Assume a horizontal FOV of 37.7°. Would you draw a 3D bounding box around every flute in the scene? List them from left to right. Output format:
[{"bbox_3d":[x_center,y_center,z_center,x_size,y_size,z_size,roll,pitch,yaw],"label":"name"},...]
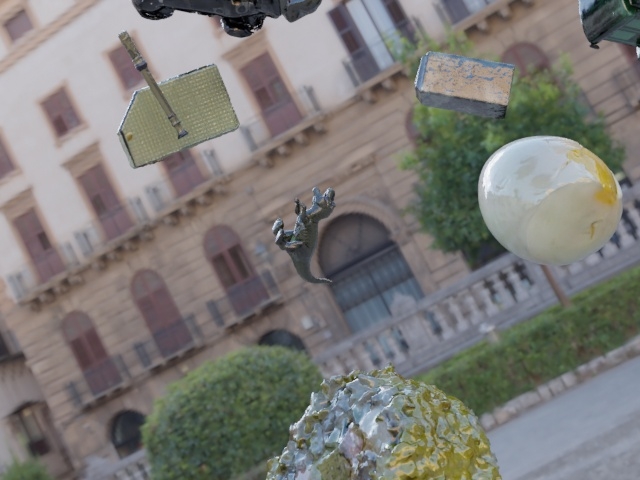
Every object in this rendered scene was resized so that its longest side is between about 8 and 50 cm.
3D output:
[{"bbox_3d":[-0.327,-0.303,1.829,0.027,0.233,0.027,-29,10,6],"label":"flute"}]

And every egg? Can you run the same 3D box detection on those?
[{"bbox_3d":[0.499,-0.095,2.097,0.283,0.283,0.345,-26,32,-14],"label":"egg"}]

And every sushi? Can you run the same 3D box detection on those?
[{"bbox_3d":[0.089,0.404,1.483,0.396,0.240,0.351,-55,25,18],"label":"sushi"}]

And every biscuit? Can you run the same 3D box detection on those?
[{"bbox_3d":[-0.300,-0.253,1.919,0.252,0.150,0.052,-27,7,-26],"label":"biscuit"}]

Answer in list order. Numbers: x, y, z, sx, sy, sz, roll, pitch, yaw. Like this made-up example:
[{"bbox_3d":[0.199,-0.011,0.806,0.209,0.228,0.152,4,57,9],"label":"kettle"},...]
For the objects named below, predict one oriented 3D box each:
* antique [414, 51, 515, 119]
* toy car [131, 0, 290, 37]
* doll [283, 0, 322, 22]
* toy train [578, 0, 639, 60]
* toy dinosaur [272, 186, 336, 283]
[{"bbox_3d":[0.276,-0.301,1.815,0.183,0.086,0.088,11,-9,8],"label":"antique"},{"bbox_3d":[-0.184,-0.415,1.437,0.301,0.118,0.193,11,-28,10],"label":"toy car"},{"bbox_3d":[0.060,-0.613,1.988,0.252,0.378,0.382,-94,28,-59],"label":"doll"},{"bbox_3d":[0.458,-0.321,1.127,0.178,0.138,0.330,7,-17,-18],"label":"toy train"},{"bbox_3d":[0.000,0.000,1.845,0.187,0.179,0.087,-55,19,16],"label":"toy dinosaur"}]
